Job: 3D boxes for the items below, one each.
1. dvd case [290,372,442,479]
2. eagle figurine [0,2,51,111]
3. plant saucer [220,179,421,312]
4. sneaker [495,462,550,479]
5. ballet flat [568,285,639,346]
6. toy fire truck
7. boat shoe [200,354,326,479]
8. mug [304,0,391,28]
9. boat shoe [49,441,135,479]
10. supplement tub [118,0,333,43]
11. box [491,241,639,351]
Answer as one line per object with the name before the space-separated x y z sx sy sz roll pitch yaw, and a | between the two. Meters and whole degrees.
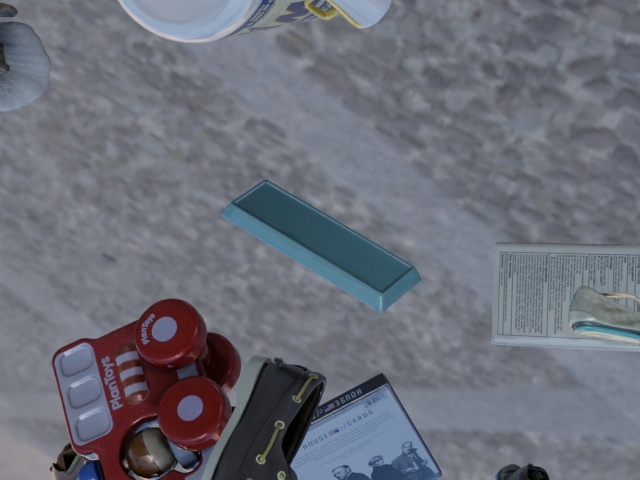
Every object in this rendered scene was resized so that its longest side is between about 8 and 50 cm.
dvd case | 0.050 0.294 1.872 0.238 0.179 0.029 60 -178 -43
eagle figurine | -0.429 -0.218 1.341 0.298 0.225 0.226 -5 -173 43
plant saucer | 0.000 0.000 1.280 0.192 0.067 0.018 30 134 24
sneaker | 0.319 0.382 2.127 0.067 0.078 0.188 52 -178 -1
ballet flat | 0.325 0.082 1.354 0.168 0.052 0.057 16 158 -14
toy fire truck | -0.235 0.242 1.926 0.254 0.302 0.169 -25 150 8
boat shoe | -0.051 0.188 1.146 0.069 0.227 0.081 8 135 10
mug | 0.026 -0.249 1.388 0.064 0.078 0.062 24 -159 -45
boat shoe | -0.372 0.361 2.180 0.104 0.110 0.307 34 124 -13
supplement tub | -0.078 -0.366 1.620 0.235 0.325 0.235 10 110 31
box | 0.371 0.080 1.957 0.232 0.148 0.127 2 177 22
